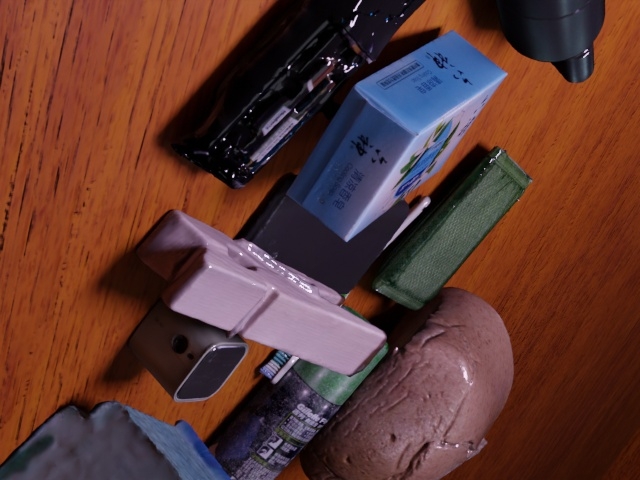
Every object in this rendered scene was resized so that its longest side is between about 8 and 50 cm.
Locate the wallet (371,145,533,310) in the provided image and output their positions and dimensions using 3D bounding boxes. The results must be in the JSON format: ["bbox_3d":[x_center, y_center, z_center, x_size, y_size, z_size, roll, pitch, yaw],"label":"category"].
[{"bbox_3d":[0.167,-0.016,1.738,0.236,0.055,0.160,-50,158,5],"label":"wallet"}]

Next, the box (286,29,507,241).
[{"bbox_3d":[0.079,-0.108,1.341,0.232,0.083,0.142,-34,161,-54],"label":"box"}]

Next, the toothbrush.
[{"bbox_3d":[0.034,0.061,1.679,0.304,0.030,0.030,-48,156,6],"label":"toothbrush"}]

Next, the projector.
[{"bbox_3d":[-0.138,0.112,1.424,0.083,0.082,0.083,-53,155,16],"label":"projector"}]

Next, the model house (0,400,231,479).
[{"bbox_3d":[-0.214,0.348,1.515,0.295,0.252,0.329,-45,162,0],"label":"model house"}]

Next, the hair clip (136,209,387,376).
[{"bbox_3d":[-0.057,0.064,1.402,0.085,0.101,0.331,-45,146,14],"label":"hair clip"}]

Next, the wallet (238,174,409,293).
[{"bbox_3d":[0.000,0.000,1.527,0.146,0.030,0.285,-56,153,15],"label":"wallet"}]

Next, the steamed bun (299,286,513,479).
[{"bbox_3d":[0.135,0.233,1.840,0.301,0.199,0.251,-51,179,28],"label":"steamed bun"}]

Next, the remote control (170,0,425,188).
[{"bbox_3d":[0.033,-0.203,1.210,0.399,0.062,0.144,-46,157,6],"label":"remote control"}]

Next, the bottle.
[{"bbox_3d":[-0.050,0.229,1.739,0.330,0.093,0.093,-48,156,9],"label":"bottle"}]

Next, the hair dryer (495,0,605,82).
[{"bbox_3d":[0.295,-0.324,1.399,0.302,0.116,0.244,-50,159,-6],"label":"hair dryer"}]
